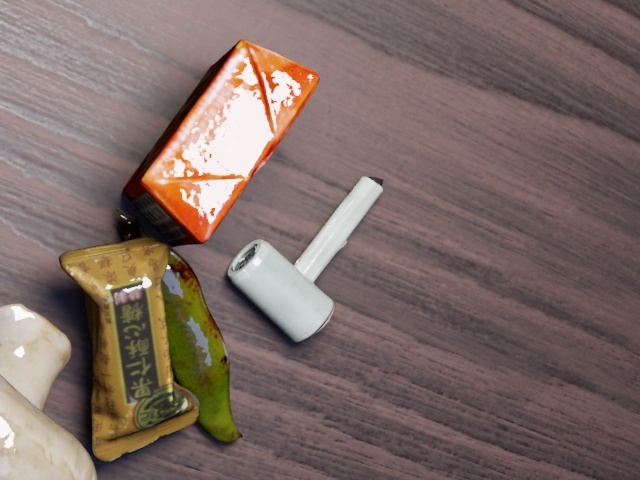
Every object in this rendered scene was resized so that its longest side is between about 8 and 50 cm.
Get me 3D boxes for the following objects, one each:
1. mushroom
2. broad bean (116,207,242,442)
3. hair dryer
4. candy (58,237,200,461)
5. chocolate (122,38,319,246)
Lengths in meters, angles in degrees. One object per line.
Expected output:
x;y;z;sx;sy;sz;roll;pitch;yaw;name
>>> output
-0.370;0.211;1.608;0.297;0.297;0.290;43;55;-21;mushroom
-0.167;0.104;1.786;0.077;0.061;0.339;-22;104;4;broad bean
0.000;0.000;1.848;0.131;0.073;0.236;45;75;-19;hair dryer
-0.220;0.128;1.716;0.143;0.101;0.271;-14;113;-19;candy
-0.124;-0.111;1.695;0.108;0.237;0.235;36;82;-12;chocolate
